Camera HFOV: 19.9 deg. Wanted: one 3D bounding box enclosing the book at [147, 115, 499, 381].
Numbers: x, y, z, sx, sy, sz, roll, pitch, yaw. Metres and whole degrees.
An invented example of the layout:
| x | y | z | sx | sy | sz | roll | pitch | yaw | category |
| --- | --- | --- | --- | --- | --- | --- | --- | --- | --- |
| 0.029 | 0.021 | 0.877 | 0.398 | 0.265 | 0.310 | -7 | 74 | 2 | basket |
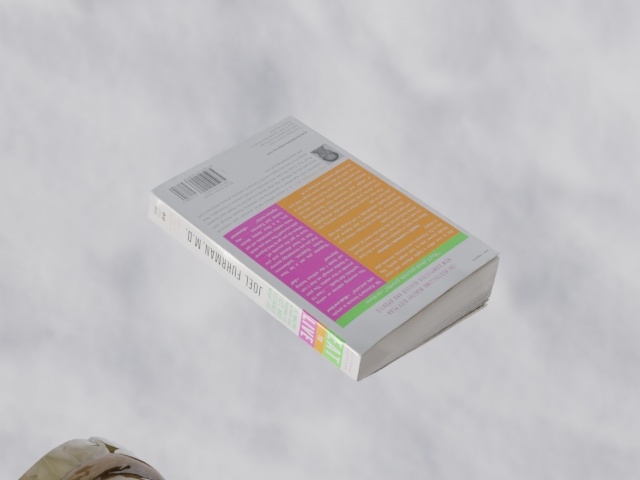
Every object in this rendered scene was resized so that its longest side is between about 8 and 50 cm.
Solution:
| x | y | z | sx | sy | sz | roll | pitch | yaw | category |
| --- | --- | --- | --- | --- | --- | --- | --- | --- | --- |
| 0.000 | 0.000 | 0.879 | 0.144 | 0.096 | 0.035 | 38 | 139 | 29 | book |

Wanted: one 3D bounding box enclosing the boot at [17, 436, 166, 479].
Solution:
| x | y | z | sx | sy | sz | roll | pitch | yaw | category |
| --- | --- | --- | --- | --- | --- | --- | --- | --- | --- |
| 0.032 | 0.183 | 0.555 | 0.269 | 0.089 | 0.236 | 26 | 156 | 26 | boot |
